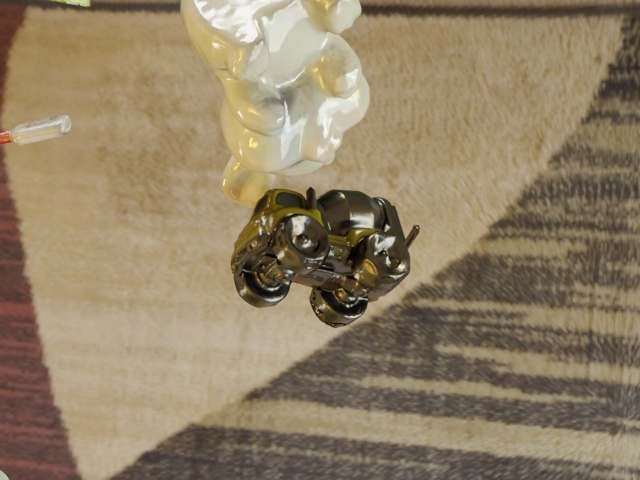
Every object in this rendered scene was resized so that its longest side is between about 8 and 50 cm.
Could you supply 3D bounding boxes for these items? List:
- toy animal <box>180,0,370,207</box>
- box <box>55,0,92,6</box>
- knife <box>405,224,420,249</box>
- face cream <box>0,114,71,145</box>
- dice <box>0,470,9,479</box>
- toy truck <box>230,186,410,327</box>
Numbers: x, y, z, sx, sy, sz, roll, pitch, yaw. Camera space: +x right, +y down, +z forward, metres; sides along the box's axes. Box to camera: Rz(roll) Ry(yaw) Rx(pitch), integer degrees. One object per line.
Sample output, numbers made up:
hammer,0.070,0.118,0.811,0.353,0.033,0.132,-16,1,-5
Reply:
toy animal,-0.060,-0.195,1.535,0.196,0.367,0.241,-29,46,-14
box,-0.371,-0.296,1.213,0.175,0.260,0.062,33,113,52
knife,0.112,0.023,1.793,0.010,0.170,0.023,17,54,-10
face cream,-0.323,-0.122,1.382,0.083,0.040,0.021,-11,114,8
dice,-0.665,0.419,1.911,0.262,0.268,0.264,38,68,-19
toy truck,0.000,0.000,1.546,0.224,0.147,0.165,13,56,-25
